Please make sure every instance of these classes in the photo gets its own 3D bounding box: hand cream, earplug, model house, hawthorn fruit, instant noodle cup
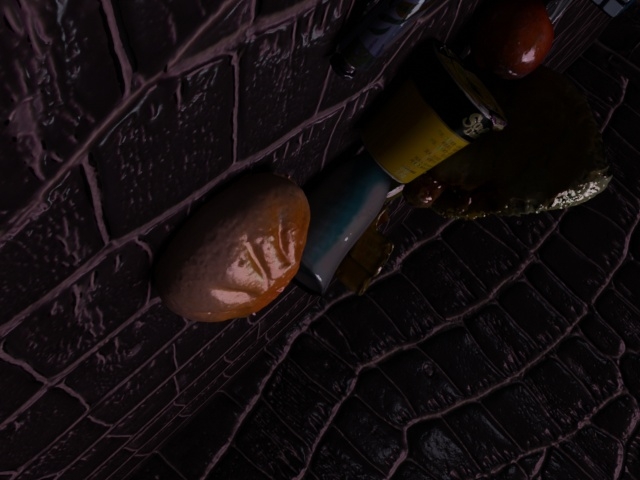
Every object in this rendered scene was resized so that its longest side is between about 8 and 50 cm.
[{"bbox_3d":[0.111,-0.308,0.977,0.091,0.058,0.271,-12,159,-50],"label":"hand cream"},{"bbox_3d":[0.037,-0.059,1.598,0.324,0.185,0.185,-48,173,-19],"label":"earplug"},{"bbox_3d":[0.113,-0.034,1.908,0.173,0.268,0.239,-12,151,-36],"label":"model house"},{"bbox_3d":[0.394,-0.421,1.549,0.173,0.173,0.173,-43,171,-8],"label":"hawthorn fruit"},{"bbox_3d":[0.212,-0.238,1.481,0.236,0.215,0.215,-40,174,25],"label":"instant noodle cup"}]

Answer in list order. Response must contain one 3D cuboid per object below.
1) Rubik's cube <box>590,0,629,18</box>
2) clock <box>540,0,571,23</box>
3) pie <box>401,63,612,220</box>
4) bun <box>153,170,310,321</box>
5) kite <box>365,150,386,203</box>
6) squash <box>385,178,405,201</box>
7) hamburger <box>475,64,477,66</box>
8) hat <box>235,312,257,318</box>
[{"bbox_3d":[0.808,-0.728,2.034,0.162,0.163,0.160,-43,172,-37],"label":"Rubik's cube"},{"bbox_3d":[0.535,-0.561,1.871,0.312,0.061,0.312,-43,171,-8],"label":"clock"},{"bbox_3d":[0.401,-0.212,1.618,0.180,0.418,0.395,59,35,-53],"label":"pie"},{"bbox_3d":[-0.122,0.028,1.249,0.299,0.165,0.299,-45,173,-7],"label":"bun"},{"bbox_3d":[0.095,-0.151,1.736,0.222,0.008,0.125,10,-96,56],"label":"kite"},{"bbox_3d":[0.244,-0.193,2.185,0.331,0.087,0.087,-40,170,-18],"label":"squash"},{"bbox_3d":[0.369,-0.321,1.901,0.260,0.150,0.276,-33,137,-72],"label":"hamburger"},{"bbox_3d":[-0.185,0.153,1.816,0.193,0.082,0.193,-43,170,-9],"label":"hat"}]
